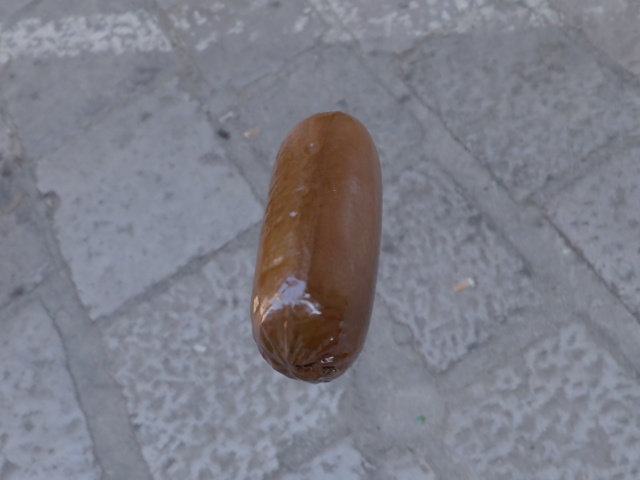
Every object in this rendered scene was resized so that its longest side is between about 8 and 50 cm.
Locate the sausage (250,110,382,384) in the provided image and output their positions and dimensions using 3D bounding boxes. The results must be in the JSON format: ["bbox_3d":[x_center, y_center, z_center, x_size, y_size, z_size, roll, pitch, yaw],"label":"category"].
[{"bbox_3d":[0.000,0.000,0.610,0.076,0.076,0.198,-10,43,18],"label":"sausage"}]
